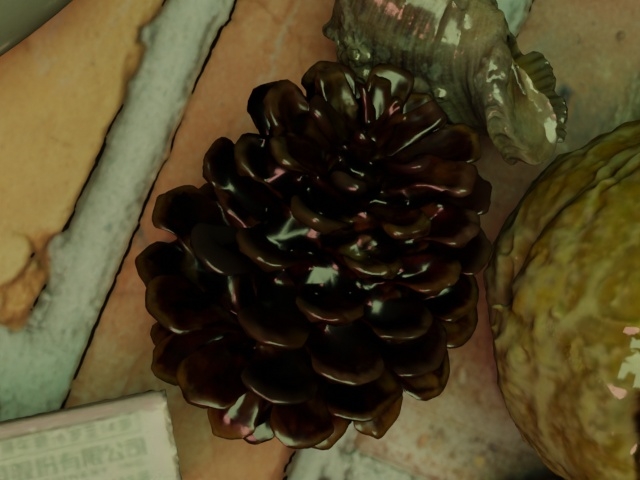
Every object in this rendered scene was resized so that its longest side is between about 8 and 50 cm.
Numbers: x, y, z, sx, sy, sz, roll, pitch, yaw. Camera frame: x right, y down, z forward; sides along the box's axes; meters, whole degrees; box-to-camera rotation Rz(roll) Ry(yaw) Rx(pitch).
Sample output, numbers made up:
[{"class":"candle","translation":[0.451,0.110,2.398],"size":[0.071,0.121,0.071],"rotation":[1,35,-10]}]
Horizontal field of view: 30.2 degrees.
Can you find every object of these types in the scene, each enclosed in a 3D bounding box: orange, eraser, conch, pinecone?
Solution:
[{"class":"orange","translation":[0.242,0.027,0.846],"size":[0.368,0.210,0.271],"rotation":[-22,128,-42]},{"class":"eraser","translation":[-0.239,0.170,0.813],"size":[0.287,0.130,0.086],"rotation":[-11,87,-10]},{"class":"conch","translation":[0.098,-0.151,0.873],"size":[0.178,0.163,0.245],"rotation":[-22,68,-37]},{"class":"pinecone","translation":[-0.002,0.002,0.795],"size":[0.246,0.292,0.246],"rotation":[7,53,-10]}]

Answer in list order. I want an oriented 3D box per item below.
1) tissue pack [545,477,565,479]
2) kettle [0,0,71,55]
[{"class":"tissue pack","translation":[0.209,0.228,0.887],"size":[0.196,0.148,0.092],"rotation":[-6,92,-12]},{"class":"kettle","translation":[-0.287,-0.208,0.821],"size":[0.236,0.161,0.221],"rotation":[-35,63,-11]}]
